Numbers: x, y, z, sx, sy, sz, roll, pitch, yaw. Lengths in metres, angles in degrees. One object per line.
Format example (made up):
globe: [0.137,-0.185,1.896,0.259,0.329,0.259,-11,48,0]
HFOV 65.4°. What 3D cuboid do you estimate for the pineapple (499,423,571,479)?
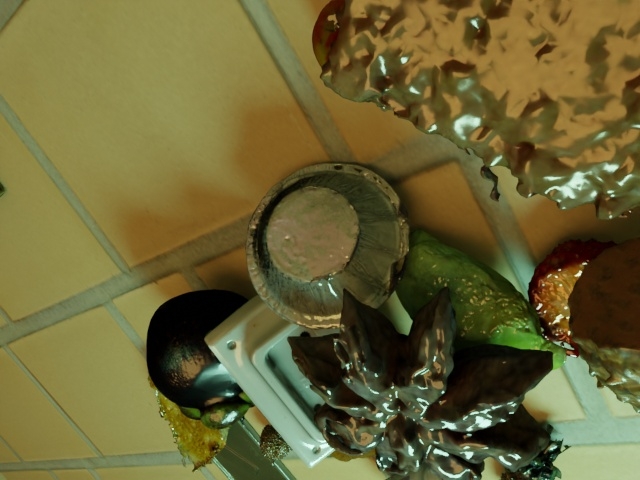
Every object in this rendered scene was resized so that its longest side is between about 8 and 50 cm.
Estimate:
pineapple: [0.325,0.384,0.801,0.103,0.083,0.221,10,121,21]

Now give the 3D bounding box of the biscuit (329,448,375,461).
biscuit: [0.093,0.334,0.915,0.295,0.044,0.185,-15,115,34]

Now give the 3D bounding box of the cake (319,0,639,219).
cake: [0.190,-0.204,0.366,0.256,0.290,0.281,28,127,7]

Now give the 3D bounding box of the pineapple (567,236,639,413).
pineapple: [0.360,0.123,0.496,0.158,0.157,0.279,-20,130,35]

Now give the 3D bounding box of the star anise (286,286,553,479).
star anise: [0.111,0.190,0.593,0.332,0.117,0.331,11,131,13]

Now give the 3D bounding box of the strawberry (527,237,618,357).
strawberry: [0.324,0.064,0.597,0.145,0.086,0.145,12,124,18]

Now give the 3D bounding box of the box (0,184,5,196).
box: [-0.767,-0.155,0.967,0.071,0.159,0.240,-20,108,33]

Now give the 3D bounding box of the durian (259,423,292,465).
durian: [-0.091,0.423,1.037,0.080,0.080,0.091,3,77,25]

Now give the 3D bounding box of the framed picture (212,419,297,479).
framed picture: [-0.178,0.531,1.193,0.213,0.016,0.289,-27,105,37]

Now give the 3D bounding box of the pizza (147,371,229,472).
pizza: [-0.282,0.405,1.119,0.189,0.071,0.296,0,109,26]

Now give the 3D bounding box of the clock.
clock: [-0.002,0.179,0.744,0.262,0.231,0.116,55,169,-12]

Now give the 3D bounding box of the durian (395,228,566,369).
durian: [0.185,0.089,0.647,0.250,0.101,0.139,47,160,25]

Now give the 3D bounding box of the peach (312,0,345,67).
peach: [0.041,-0.217,0.563,0.101,0.100,0.100,13,124,20]

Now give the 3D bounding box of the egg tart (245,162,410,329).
egg tart: [0.000,0.000,0.652,0.235,0.094,0.233,-5,76,20]

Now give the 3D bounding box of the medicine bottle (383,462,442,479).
medicine bottle: [0.187,0.464,0.909,0.103,0.102,0.186,40,130,-1]

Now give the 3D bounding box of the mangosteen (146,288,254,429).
mangosteen: [-0.181,0.201,0.855,0.243,0.243,0.242,13,124,20]
